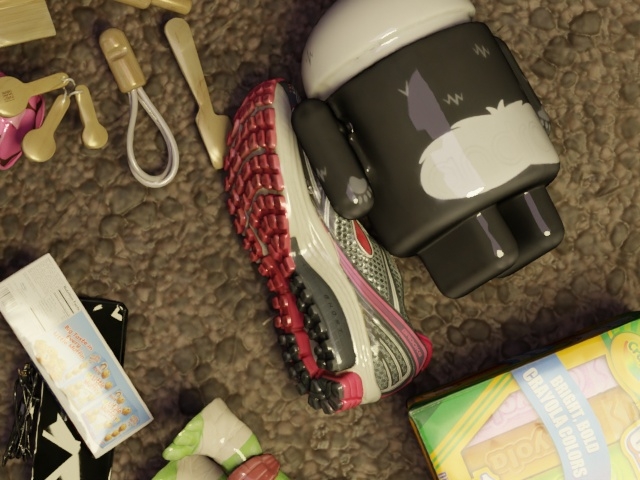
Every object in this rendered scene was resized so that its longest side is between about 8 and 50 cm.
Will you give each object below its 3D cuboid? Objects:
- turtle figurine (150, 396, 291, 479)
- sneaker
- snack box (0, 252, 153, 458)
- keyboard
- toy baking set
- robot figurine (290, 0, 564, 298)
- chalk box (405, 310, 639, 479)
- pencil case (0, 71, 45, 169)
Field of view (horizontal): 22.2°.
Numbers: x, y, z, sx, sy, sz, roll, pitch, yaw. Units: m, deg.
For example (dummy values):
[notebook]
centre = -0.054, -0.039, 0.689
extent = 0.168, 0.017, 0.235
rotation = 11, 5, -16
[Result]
[turtle figurine]
centre = -0.044, 0.284, 1.371
extent = 0.266, 0.198, 0.274
rotation = 40, 85, 9
[sneaker]
centre = 0.000, 0.000, 1.440
extent = 0.112, 0.121, 0.299
rotation = -15, 84, -28
[snack box]
centre = -0.222, 0.103, 1.449
extent = 0.064, 0.022, 0.178
rotation = -34, 99, -17
[keyboard]
centre = -0.233, 0.146, 1.476
extent = 0.100, 0.038, 0.192
rotation = 8, 84, -20
[toy baking set]
centre = -0.188, -0.152, 1.460
extent = 0.256, 0.030, 0.196
rotation = 10, 79, -24
[robot figurine]
centre = 0.095, -0.093, 1.402
extent = 0.174, 0.209, 0.278
rotation = -30, 82, 15
[chalk box]
centre = 0.236, 0.165, 1.374
extent = 0.289, 0.180, 0.179
rotation = -23, 86, 0
[pencil case]
centre = -0.346, -0.154, 1.459
extent = 0.209, 0.098, 0.095
rotation = 34, 61, 1
